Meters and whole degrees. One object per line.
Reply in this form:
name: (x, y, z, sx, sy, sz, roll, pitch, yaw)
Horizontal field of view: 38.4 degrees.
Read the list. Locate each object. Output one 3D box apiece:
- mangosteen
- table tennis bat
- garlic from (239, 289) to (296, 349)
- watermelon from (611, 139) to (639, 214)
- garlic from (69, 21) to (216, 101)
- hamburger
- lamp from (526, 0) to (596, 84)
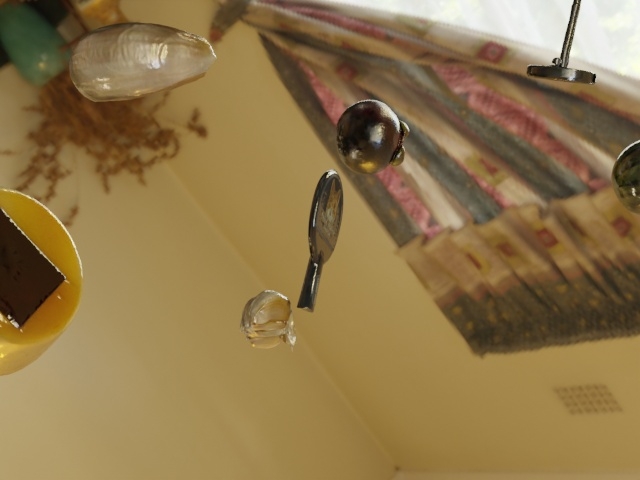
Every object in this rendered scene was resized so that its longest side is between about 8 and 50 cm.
mangosteen: (0.106, -0.205, 1.834, 0.152, 0.152, 0.152, -34, -168, 8)
table tennis bat: (0.000, 0.000, 1.477, 0.150, 0.027, 0.236, 55, 45, -66)
garlic: (-0.092, 0.129, 1.486, 0.094, 0.113, 0.074, -5, -151, -28)
watermelon: (0.468, -0.093, 1.267, 0.133, 0.105, 0.105, -29, -166, 29)
garlic: (-0.230, -0.204, 1.074, 0.195, 0.087, 0.101, -5, -178, 30)
hamburger: (-0.506, 0.064, 1.400, 0.176, 0.300, 0.300, -26, -165, 33)
lamp: (0.447, -0.422, 1.541, 0.108, 0.130, 0.371, 35, 68, -65)
